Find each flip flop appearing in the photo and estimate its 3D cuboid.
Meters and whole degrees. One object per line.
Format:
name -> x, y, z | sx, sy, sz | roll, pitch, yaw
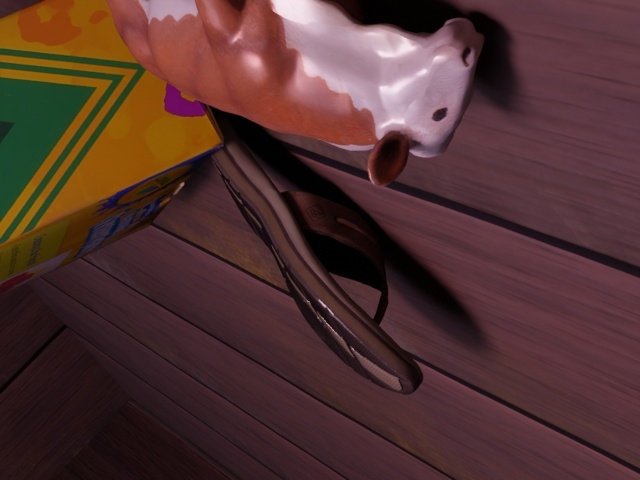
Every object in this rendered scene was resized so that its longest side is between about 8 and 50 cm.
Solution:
flip flop -> 0.000, 0.000, 1.095 | 0.277, 0.080, 0.112 | 55, 171, 21

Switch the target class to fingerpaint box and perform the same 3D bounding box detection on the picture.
fingerpaint box -> -0.312, -0.038, 1.175 | 0.163, 0.371, 0.445 | 64, 165, 1

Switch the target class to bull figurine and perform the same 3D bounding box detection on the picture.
bull figurine -> -0.043, -0.135, 0.790 | 0.310, 0.101, 0.188 | 18, 147, 54
